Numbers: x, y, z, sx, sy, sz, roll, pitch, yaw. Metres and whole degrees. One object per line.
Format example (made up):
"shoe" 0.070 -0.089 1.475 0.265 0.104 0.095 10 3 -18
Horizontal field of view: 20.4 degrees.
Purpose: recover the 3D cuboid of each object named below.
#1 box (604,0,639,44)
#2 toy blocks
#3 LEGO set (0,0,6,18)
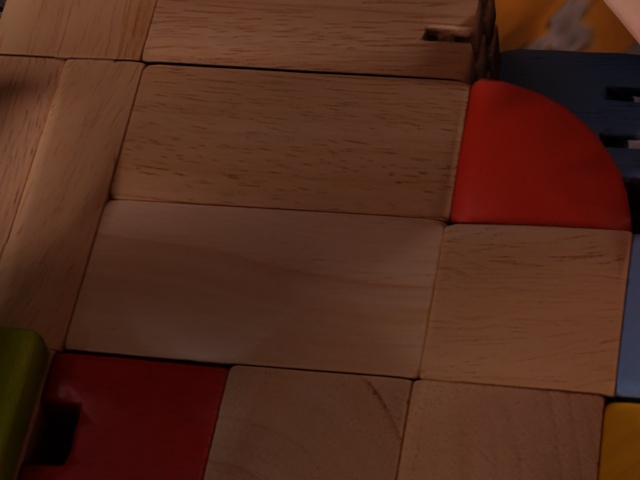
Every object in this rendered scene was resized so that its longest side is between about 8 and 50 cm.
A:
"box" 0.162 -0.065 0.461 0.127 0.148 0.232 -45 33 16
"toy blocks" 0.017 0.059 0.483 0.261 0.191 0.381 4 58 13
"LEGO set" -0.205 -0.005 0.524 0.192 0.255 0.331 6 82 10
